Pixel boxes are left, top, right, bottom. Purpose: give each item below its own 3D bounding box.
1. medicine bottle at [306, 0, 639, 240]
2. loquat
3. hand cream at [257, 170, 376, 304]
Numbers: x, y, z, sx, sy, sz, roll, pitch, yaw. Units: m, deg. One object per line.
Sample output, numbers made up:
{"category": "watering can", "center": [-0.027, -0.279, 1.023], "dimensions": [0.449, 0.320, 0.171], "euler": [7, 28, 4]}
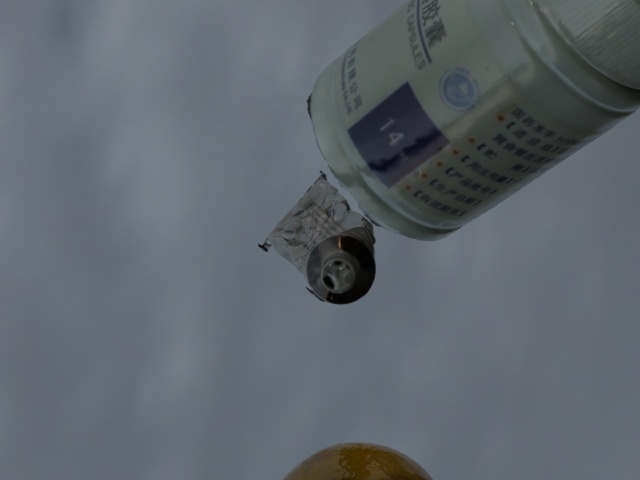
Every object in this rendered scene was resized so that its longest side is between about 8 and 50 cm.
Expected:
{"category": "medicine bottle", "center": [0.165, -0.155, 1.354], "dimensions": [0.190, 0.332, 0.190], "euler": [28, -136, -31]}
{"category": "loquat", "center": [0.025, 0.213, 1.192], "dimensions": [0.141, 0.141, 0.141], "euler": [-29, -53, -48]}
{"category": "hand cream", "center": [0.003, 0.002, 1.265], "dimensions": [0.050, 0.257, 0.084], "euler": [38, -87, -14]}
